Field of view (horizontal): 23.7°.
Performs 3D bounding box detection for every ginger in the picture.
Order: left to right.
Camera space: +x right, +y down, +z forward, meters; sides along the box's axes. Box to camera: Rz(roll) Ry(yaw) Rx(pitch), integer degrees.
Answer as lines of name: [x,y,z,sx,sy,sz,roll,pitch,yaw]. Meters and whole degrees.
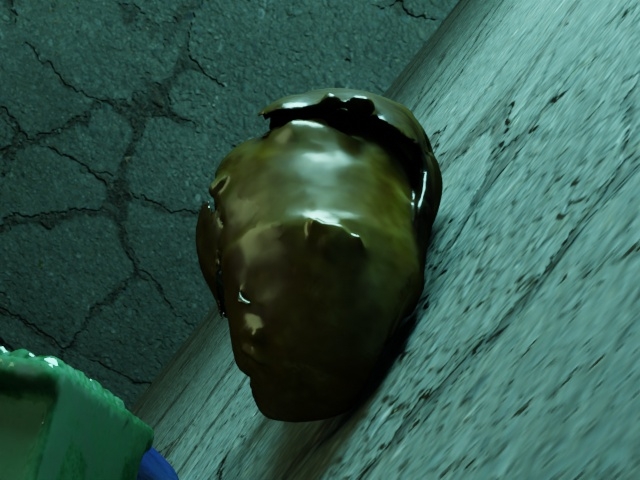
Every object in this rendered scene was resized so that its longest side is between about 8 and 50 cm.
ginger: [0.003,-0.013,0.729,0.309,0.107,0.133,-76,0,-79]

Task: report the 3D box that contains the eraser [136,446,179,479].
eraser: [-0.221,0.256,0.954,0.332,0.101,0.155,-51,2,-1]

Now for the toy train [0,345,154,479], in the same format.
toy train: [-0.233,0.157,0.819,0.145,0.266,0.202,53,-133,-62]
